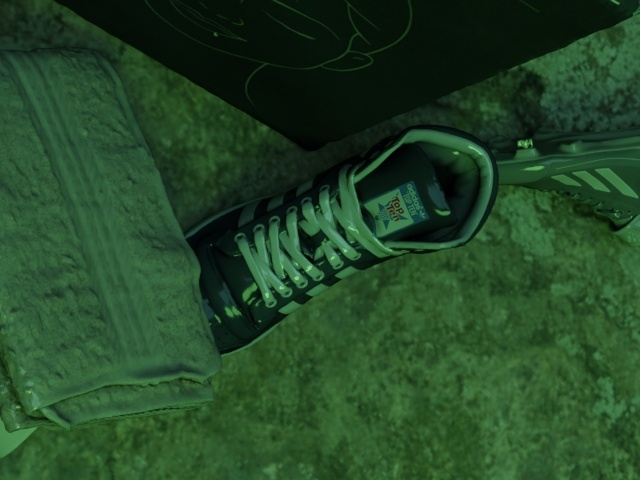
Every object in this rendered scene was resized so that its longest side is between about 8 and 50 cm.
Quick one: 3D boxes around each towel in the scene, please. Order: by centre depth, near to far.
[{"bbox_3d":[-0.172,-0.010,1.053,0.187,0.049,0.282,-4,67,-53],"label":"towel"}]

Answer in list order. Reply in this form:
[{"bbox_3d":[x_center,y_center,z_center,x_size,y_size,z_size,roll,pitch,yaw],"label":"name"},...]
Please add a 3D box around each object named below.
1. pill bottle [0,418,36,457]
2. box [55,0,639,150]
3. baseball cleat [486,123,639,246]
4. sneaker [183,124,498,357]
[{"bbox_3d":[-0.266,0.037,1.056,0.221,0.121,0.121,42,74,-12],"label":"pill bottle"},{"bbox_3d":[-0.058,-0.318,0.973,0.480,0.472,0.297,30,77,-16],"label":"box"},{"bbox_3d":[0.219,-0.042,1.266,0.206,0.072,0.109,-7,109,-8],"label":"baseball cleat"},{"bbox_3d":[0.000,0.000,1.138,0.282,0.153,0.099,-29,95,-19],"label":"sneaker"}]
